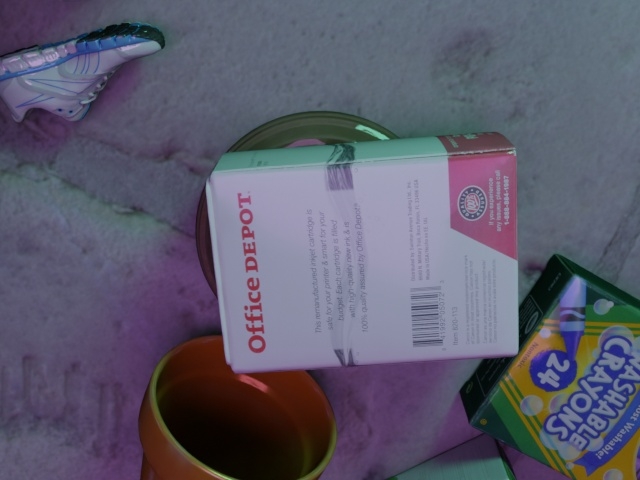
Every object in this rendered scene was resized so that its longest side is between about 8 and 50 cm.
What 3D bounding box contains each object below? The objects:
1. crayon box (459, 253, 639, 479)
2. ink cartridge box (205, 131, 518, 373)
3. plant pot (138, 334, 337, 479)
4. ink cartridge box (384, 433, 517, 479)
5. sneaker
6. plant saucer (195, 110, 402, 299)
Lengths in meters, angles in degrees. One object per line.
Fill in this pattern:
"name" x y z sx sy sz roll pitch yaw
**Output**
"crayon box" 0.349 0.183 0.920 0.323 0.083 0.203 28 105 -8
"ink cartridge box" 0.044 0.008 0.812 0.283 0.117 0.207 -4 107 2
"plant pot" -0.111 0.241 0.897 0.205 0.205 0.188 23 121 -6
"ink cartridge box" 0.126 0.311 0.947 0.209 0.109 0.062 -27 104 9
"sneaker" -0.241 -0.167 0.838 0.190 0.071 0.083 -11 113 13
"plant saucer" 0.000 0.000 0.894 0.277 0.041 0.278 1 106 2
